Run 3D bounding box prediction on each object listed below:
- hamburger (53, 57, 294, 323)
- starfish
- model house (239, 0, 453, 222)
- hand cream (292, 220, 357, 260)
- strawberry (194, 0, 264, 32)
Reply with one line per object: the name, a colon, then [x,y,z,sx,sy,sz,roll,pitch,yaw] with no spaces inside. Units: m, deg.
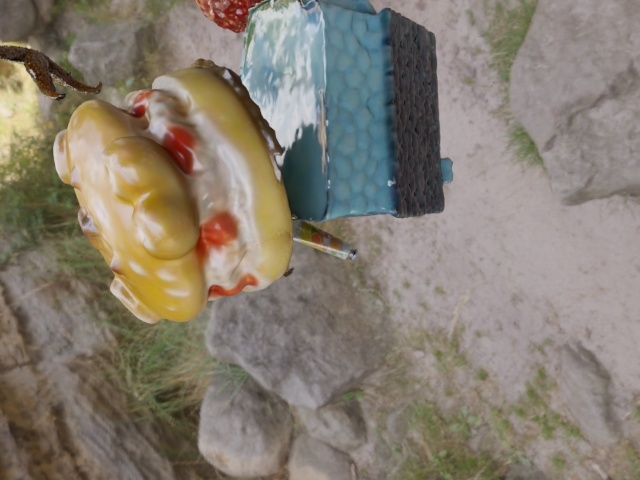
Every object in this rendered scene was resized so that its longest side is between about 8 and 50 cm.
hamburger: [-0.154,-0.039,0.668,0.302,0.186,0.261,8,120,59]
starfish: [-0.474,-0.291,1.057,0.238,0.213,0.057,33,99,22]
model house: [0.046,-0.159,0.794,0.226,0.241,0.262,6,100,62]
hand cream: [0.000,0.000,0.841,0.035,0.102,0.022,-68,9,-13]
strawberry: [-0.203,-0.554,1.270,0.280,0.150,0.253,47,134,-6]
